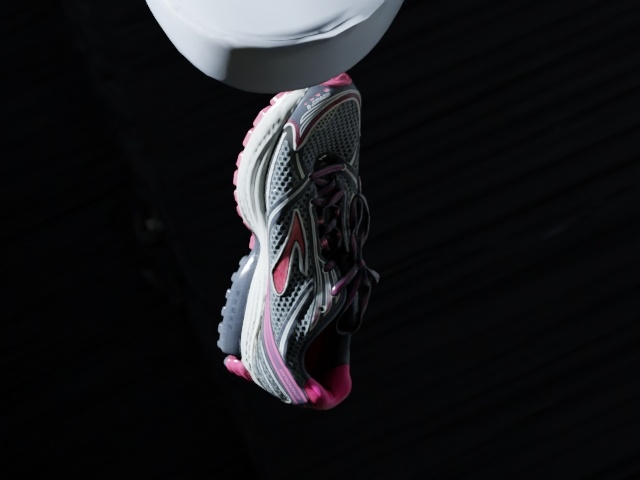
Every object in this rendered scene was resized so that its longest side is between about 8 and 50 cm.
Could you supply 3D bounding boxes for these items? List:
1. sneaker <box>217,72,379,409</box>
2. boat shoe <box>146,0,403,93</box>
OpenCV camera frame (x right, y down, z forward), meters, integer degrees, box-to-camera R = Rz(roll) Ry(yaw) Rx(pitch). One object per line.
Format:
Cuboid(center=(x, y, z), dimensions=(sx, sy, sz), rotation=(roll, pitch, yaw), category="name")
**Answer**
Cuboid(center=(0.000, 0.000, 1.262), dimensions=(0.112, 0.121, 0.299), rotation=(28, 123, 38), category="sneaker")
Cuboid(center=(-0.024, -0.154, 0.542), dimensions=(0.102, 0.108, 0.301), rotation=(94, 169, -53), category="boat shoe")
